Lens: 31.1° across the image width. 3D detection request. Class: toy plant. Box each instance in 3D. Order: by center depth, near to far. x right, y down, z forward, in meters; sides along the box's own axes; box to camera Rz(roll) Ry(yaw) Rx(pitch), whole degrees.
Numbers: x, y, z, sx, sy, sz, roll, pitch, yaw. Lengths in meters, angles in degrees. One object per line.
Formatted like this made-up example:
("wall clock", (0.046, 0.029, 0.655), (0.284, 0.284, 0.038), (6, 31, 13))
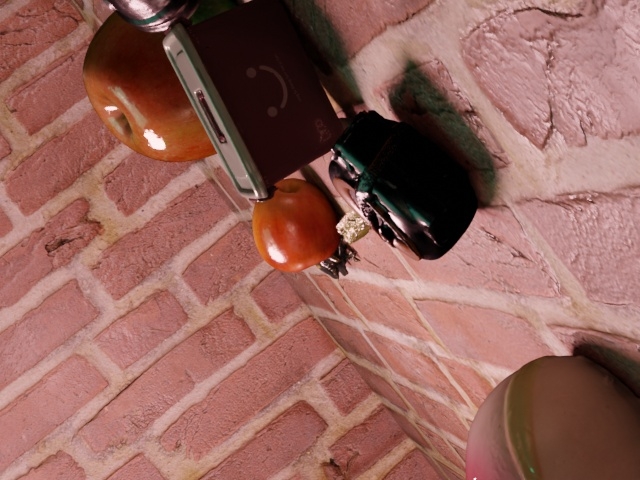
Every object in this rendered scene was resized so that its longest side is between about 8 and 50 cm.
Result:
("toy plant", (-0.239, -0.409, 1.856), (0.235, 0.175, 0.218), (13, -143, -57))

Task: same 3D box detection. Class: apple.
("apple", (-0.271, -0.288, 2.085), (0.319, 0.277, 0.319), (49, 169, 12))
("apple", (-0.055, -0.037, 2.355), (0.199, 0.199, 0.199), (50, 171, 10))

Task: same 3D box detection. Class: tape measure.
("tape measure", (0.109, -0.071, 1.517), (0.202, 0.135, 0.223), (40, 172, 9))

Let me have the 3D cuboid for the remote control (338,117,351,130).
("remote control", (0.065, -0.118, 1.835), (0.078, 0.042, 0.221), (45, 170, 35))

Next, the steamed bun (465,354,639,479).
("steamed bun", (0.315, 0.326, 1.564), (0.309, 0.309, 0.309), (50, 171, 10))

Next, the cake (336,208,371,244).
("cake", (0.066, -0.033, 2.149), (0.051, 0.055, 0.140), (57, 170, 8))

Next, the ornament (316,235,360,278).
("ornament", (0.000, 0.000, 2.553), (0.202, 0.080, 0.236), (49, 174, -4))

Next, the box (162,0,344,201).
("box", (-0.097, -0.218, 1.713), (0.294, 0.168, 0.193), (64, 168, -9))
